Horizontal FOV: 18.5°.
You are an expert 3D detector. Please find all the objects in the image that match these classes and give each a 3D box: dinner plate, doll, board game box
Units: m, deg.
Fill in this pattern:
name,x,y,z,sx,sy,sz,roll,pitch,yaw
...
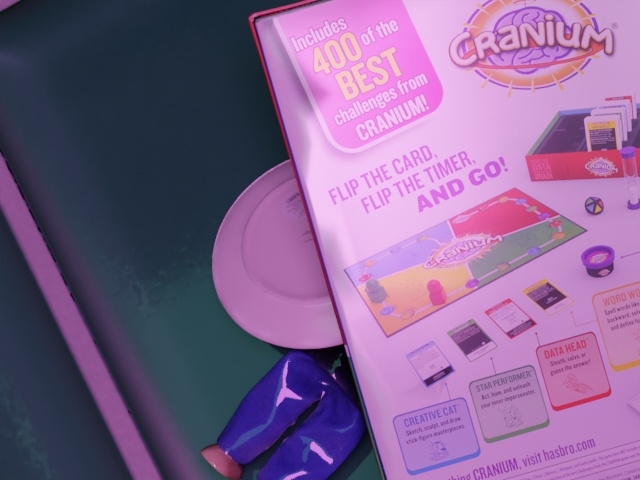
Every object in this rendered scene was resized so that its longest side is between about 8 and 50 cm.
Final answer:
name,x,y,z,sx,sy,sz,roll,pitch,yaw
dinner plate,0.000,0.000,1.181,0.141,0.017,0.141,-9,55,13
doll,0.011,0.075,1.174,0.189,0.046,0.129,-46,72,0
board game box,0.117,-0.006,1.110,0.242,0.064,0.316,-15,91,0
